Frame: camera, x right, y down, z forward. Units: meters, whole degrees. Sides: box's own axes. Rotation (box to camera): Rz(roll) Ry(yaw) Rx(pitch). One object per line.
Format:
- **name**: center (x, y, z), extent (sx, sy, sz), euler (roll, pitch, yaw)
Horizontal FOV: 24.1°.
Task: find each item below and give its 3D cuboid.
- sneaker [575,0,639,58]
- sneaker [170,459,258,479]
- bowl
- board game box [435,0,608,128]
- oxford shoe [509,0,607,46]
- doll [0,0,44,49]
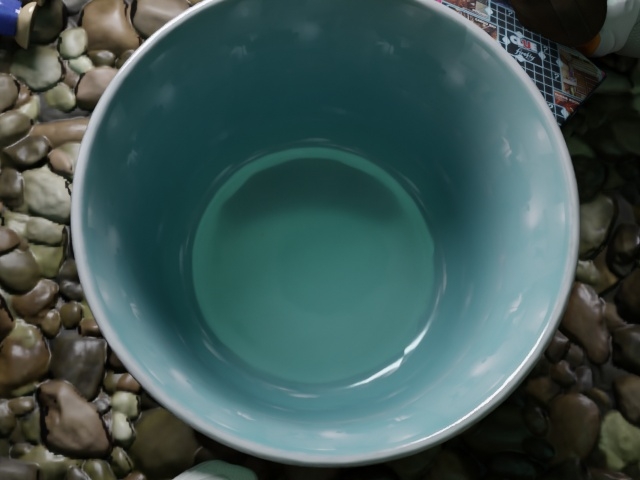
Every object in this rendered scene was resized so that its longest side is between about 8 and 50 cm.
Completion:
- **sneaker**: center (0.263, -0.257, 1.183), extent (0.121, 0.099, 0.262), euler (11, 76, -14)
- **sneaker**: center (-0.016, 0.260, 0.898), extent (0.118, 0.110, 0.292), euler (-42, 106, -33)
- **bowl**: center (0.000, 0.000, 0.982), extent (0.312, 0.163, 0.311), euler (1, 76, -3)
- **board game box**: center (0.070, -0.141, 1.123), extent (0.243, 0.042, 0.165), euler (41, 68, 6)
- **oxford shoe**: center (0.161, -0.197, 1.107), extent (0.083, 0.227, 0.096), euler (-26, 114, 14)
- **doll**: center (-0.294, -0.191, 1.072), extent (0.189, 0.046, 0.129), euler (16, 67, -5)
